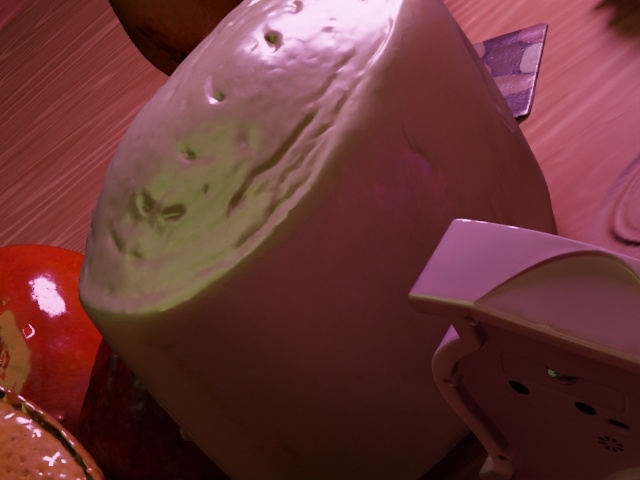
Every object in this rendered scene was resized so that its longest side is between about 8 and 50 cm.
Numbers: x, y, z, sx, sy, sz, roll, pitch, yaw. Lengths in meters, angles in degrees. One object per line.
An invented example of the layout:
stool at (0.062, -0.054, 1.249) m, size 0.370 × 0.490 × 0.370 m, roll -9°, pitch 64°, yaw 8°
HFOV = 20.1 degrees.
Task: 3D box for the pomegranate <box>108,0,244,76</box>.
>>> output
pomegranate at (-0.069, -0.356, 2.218) m, size 0.416 × 0.416 × 0.416 m, roll -39°, pitch 25°, yaw 23°

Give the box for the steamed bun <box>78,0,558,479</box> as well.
steamed bun at (0.025, -0.019, 1.557) m, size 0.290 × 0.371 × 0.456 m, roll -1°, pitch 49°, yaw 34°

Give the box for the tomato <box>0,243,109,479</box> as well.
tomato at (-0.308, 0.177, 1.985) m, size 0.341 × 0.273 × 0.341 m, roll -17°, pitch 66°, yaw 42°

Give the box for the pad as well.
pad at (0.131, -0.158, 1.960) m, size 0.235 × 0.003 × 0.158 m, roll -15°, pitch 38°, yaw 29°

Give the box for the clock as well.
clock at (0.225, 0.119, 1.253) m, size 0.290 × 0.275 × 0.080 m, roll 17°, pitch 60°, yaw 25°

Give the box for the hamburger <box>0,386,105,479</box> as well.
hamburger at (-0.266, 0.385, 1.613) m, size 0.268 × 0.287 × 0.445 m, roll 93°, pitch -166°, yaw -54°

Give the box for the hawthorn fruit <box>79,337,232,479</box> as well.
hawthorn fruit at (-0.120, 0.120, 1.779) m, size 0.230 × 0.210 × 0.266 m, roll -125°, pitch 47°, yaw -80°
